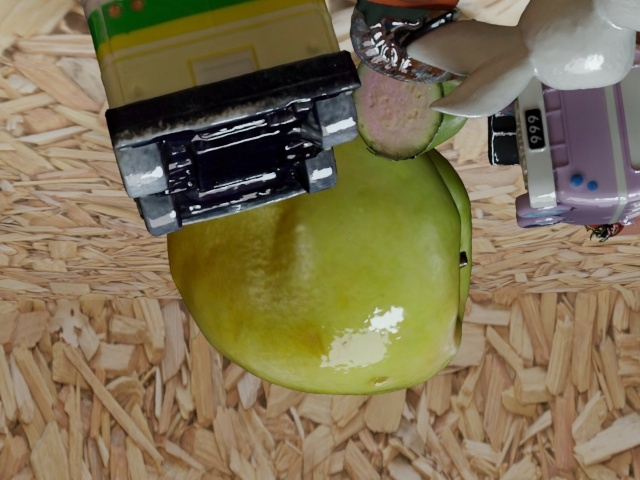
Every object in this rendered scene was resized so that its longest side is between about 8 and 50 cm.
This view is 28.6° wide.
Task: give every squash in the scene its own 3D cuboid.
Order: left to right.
[{"bbox_3d":[0.105,-0.125,1.113,0.105,0.105,0.132,-9,-179,42],"label":"squash"}]

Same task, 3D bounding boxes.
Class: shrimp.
[{"bbox_3d":[0.089,-0.154,0.985,0.165,0.065,0.056,0,-155,-37],"label":"shrimp"}]

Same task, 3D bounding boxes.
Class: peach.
[{"bbox_3d":[0.006,0.006,1.280,0.316,0.314,0.281,-3,-173,27],"label":"peach"}]

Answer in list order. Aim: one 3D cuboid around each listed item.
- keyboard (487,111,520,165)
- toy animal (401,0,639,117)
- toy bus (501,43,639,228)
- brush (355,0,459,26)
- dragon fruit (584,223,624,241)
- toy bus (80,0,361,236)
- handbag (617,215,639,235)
[{"bbox_3d":[0.289,-0.112,1.228,0.251,0.087,0.017,-3,-152,7],"label":"keyboard"},{"bbox_3d":[0.157,-0.151,0.834,0.127,0.131,0.182,15,146,-36],"label":"toy animal"},{"bbox_3d":[0.235,-0.085,1.110,0.142,0.142,0.202,-9,174,9],"label":"toy bus"},{"bbox_3d":[0.078,-0.193,0.763,0.070,0.051,0.323,7,173,-10],"label":"brush"},{"bbox_3d":[0.290,-0.073,1.318,0.142,0.138,0.175,-42,180,-43],"label":"dragon fruit"},{"bbox_3d":[-0.074,-0.113,0.827,0.143,0.179,0.305,-16,172,-5],"label":"toy bus"},{"bbox_3d":[0.432,-0.051,1.697,0.157,0.059,0.212,-6,168,26],"label":"handbag"}]
